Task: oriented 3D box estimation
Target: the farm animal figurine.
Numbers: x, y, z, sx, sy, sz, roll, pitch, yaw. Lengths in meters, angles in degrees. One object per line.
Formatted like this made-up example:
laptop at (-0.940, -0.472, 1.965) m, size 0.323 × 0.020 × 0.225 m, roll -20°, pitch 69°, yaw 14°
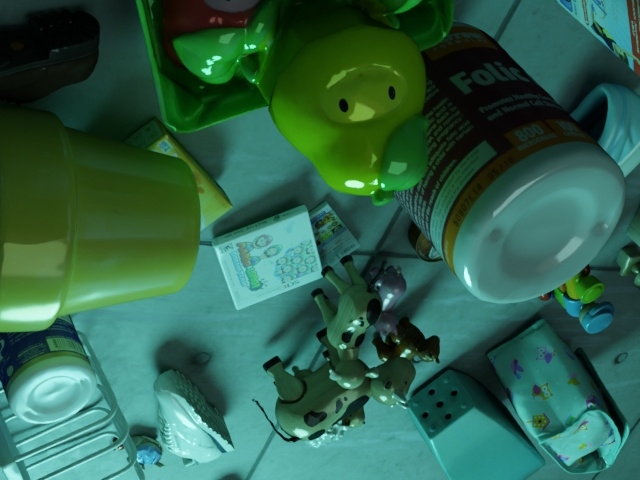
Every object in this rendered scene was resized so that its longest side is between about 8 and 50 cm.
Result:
farm animal figurine at (0.051, 0.204, 1.818) m, size 0.327 × 0.172 × 0.330 m, roll -39°, pitch 146°, yaw 8°

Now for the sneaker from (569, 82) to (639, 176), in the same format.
sneaker at (0.360, -0.095, 1.802) m, size 0.150 × 0.135 × 0.366 m, roll 27°, pitch 103°, yaw -38°

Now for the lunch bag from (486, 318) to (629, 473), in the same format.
lunch bag at (0.456, 0.301, 2.165) m, size 0.160 × 0.223 × 0.262 m, roll -35°, pitch 141°, yaw 12°

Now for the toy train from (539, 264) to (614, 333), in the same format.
toy train at (0.423, 0.046, 1.954) m, size 0.105 × 0.143 × 0.248 m, roll -31°, pitch 140°, yaw -4°

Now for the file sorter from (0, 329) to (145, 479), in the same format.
file sorter at (-0.362, 0.289, 1.642) m, size 0.173 × 0.193 × 0.277 m, roll -24°, pitch 139°, yaw -16°

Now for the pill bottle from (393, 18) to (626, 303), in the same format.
pill bottle at (0.174, -0.128, 1.428) m, size 0.224 × 0.392 × 0.224 m, roll -19°, pitch 138°, yaw -18°

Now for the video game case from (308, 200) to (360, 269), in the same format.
video game case at (0.000, 0.000, 1.733) m, size 0.087 × 0.011 × 0.122 m, roll -36°, pitch 140°, yaw 3°

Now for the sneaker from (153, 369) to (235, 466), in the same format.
sneaker at (-0.216, 0.289, 1.823) m, size 0.095 × 0.090 × 0.235 m, roll -24°, pitch 138°, yaw 3°

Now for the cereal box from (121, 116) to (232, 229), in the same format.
cereal box at (-0.256, -0.030, 1.506) m, size 0.240 × 0.047 × 0.173 m, roll -37°, pitch 138°, yaw 4°

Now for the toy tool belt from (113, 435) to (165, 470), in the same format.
toy tool belt at (-0.287, 0.339, 1.845) m, size 0.083 × 0.051 × 0.052 m, roll 18°, pitch 118°, yaw -43°

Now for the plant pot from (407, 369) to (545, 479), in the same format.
plant pot at (0.271, 0.358, 2.152) m, size 0.165 × 0.165 × 0.234 m, roll -38°, pitch 133°, yaw 5°

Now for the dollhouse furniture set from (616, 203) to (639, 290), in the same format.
dollhouse furniture set at (0.728, -0.007, 2.081) m, size 0.303 × 0.174 × 0.355 m, roll -10°, pitch 134°, yaw -26°

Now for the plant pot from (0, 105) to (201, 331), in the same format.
plant pot at (-0.276, -0.022, 1.328) m, size 0.239 × 0.254 × 0.254 m, roll 1°, pitch 129°, yaw -27°

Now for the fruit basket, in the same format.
fruit basket at (-0.005, -0.231, 1.235) m, size 0.392 × 0.392 × 0.283 m, roll -21°, pitch 138°, yaw -14°

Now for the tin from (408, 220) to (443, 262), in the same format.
tin at (0.204, -0.048, 1.803) m, size 0.106 × 0.040 × 0.189 m, roll 3°, pitch 128°, yaw -30°

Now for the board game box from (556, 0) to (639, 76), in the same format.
board game box at (0.385, -0.351, 1.419) m, size 0.086 × 0.302 × 0.308 m, roll -31°, pitch 140°, yaw -4°

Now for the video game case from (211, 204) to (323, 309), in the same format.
video game case at (-0.074, 0.027, 1.692) m, size 0.143 × 0.019 × 0.157 m, roll -21°, pitch 140°, yaw -6°

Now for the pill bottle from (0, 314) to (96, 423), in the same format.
pill bottle at (-0.366, 0.132, 1.485) m, size 0.112 × 0.186 × 0.112 m, roll -18°, pitch 137°, yaw -18°

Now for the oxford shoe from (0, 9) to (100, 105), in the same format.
oxford shoe at (-0.352, -0.182, 1.273) m, size 0.227 × 0.082 × 0.096 m, roll -12°, pitch 143°, yaw -20°
